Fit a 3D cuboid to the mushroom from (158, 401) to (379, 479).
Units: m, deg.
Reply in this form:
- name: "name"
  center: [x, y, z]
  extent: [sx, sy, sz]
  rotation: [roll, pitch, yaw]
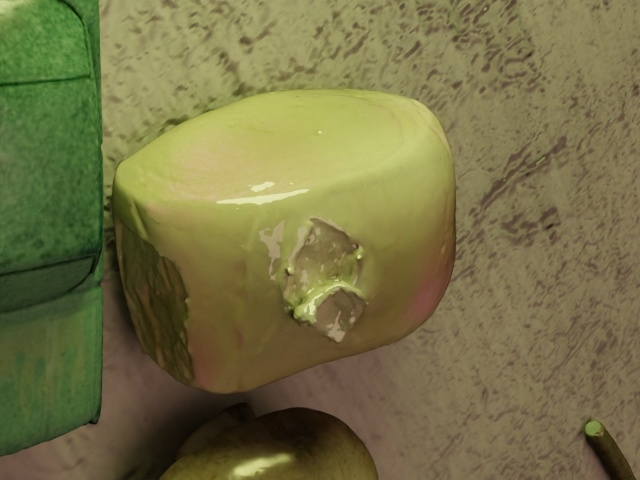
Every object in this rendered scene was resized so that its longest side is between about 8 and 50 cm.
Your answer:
- name: "mushroom"
  center: [-0.042, 0.177, 0.856]
  extent: [0.166, 0.127, 0.166]
  rotation: [-22, 137, -21]

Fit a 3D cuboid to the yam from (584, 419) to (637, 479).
- name: "yam"
  center: [0.268, 0.202, 1.201]
  extent: [0.021, 0.021, 0.116]
  rotation: [-51, 129, -17]

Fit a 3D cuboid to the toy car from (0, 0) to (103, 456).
- name: "toy car"
  center: [-0.179, -0.034, 0.684]
  extent: [0.141, 0.097, 0.320]
  rotation: [-12, 111, -38]

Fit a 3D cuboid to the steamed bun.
- name: "steamed bun"
  center: [0.000, 0.000, 0.814]
  extent: [0.239, 0.153, 0.170]
  rotation: [-19, 116, -33]
